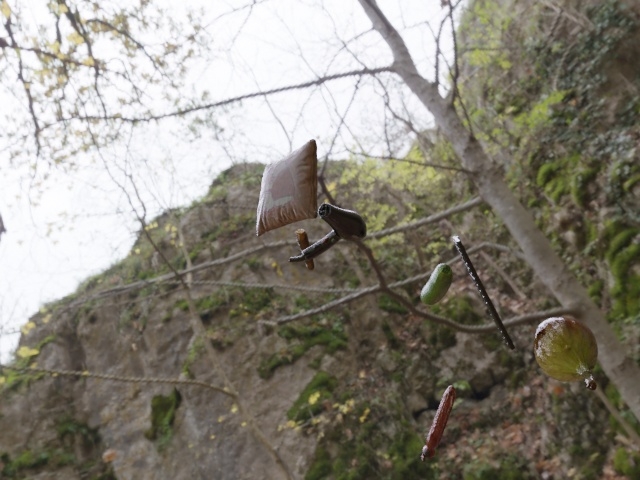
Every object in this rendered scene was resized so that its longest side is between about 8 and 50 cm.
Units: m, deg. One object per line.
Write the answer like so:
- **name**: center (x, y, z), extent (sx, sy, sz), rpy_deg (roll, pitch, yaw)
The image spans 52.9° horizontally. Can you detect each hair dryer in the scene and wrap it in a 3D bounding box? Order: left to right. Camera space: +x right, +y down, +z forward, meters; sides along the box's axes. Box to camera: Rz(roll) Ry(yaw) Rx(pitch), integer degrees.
- **hair dryer**: center (0.000, 0.000, 1.961), extent (0.271, 0.091, 0.235), rpy_deg (-39, -32, 16)

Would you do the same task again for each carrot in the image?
- **carrot**: center (-0.052, 0.034, 2.254), extent (0.042, 0.042, 0.171), rpy_deg (-22, -51, -9)

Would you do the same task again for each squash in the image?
- **squash**: center (0.433, 0.166, 2.372), extent (0.082, 0.082, 0.292), rpy_deg (-18, -25, -16)

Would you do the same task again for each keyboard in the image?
- **keyboard**: center (0.413, 0.130, 1.637), extent (0.018, 0.310, 0.101), rpy_deg (-27, 5, 9)

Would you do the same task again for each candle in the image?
- **candle**: center (0.402, 0.629, 2.187), extent (0.048, 0.051, 0.329), rpy_deg (8, -62, -8)

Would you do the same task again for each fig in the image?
- **fig**: center (0.587, 0.290, 1.536), extent (0.143, 0.231, 0.160), rpy_deg (-20, -64, 30)

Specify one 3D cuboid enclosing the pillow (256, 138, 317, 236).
- **pillow**: center (-0.088, -0.137, 1.731), extent (0.084, 0.223, 0.236), rpy_deg (17, -26, -39)
